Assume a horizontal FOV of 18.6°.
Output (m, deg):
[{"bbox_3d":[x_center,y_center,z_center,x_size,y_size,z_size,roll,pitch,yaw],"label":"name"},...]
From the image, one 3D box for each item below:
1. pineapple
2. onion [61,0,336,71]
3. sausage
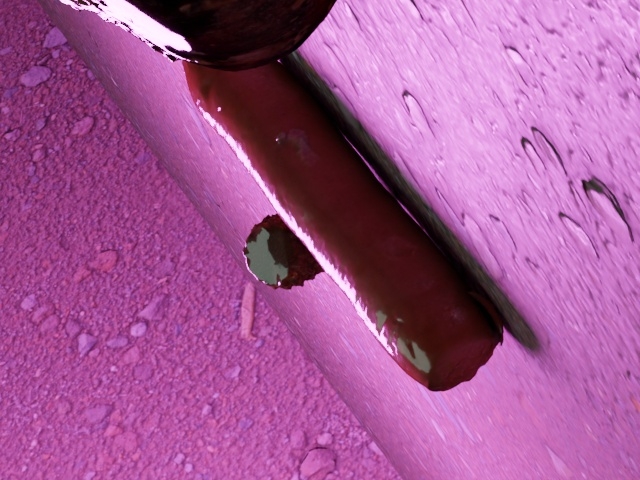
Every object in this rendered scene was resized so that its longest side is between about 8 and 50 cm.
[{"bbox_3d":[0.000,0.000,1.752,0.159,0.074,0.074,-14,-116,-53],"label":"pineapple"},{"bbox_3d":[-0.083,-0.205,1.055,0.246,0.190,0.246,38,-177,-2],"label":"onion"},{"bbox_3d":[0.009,-0.037,1.646,0.419,0.094,0.094,52,143,34],"label":"sausage"}]
